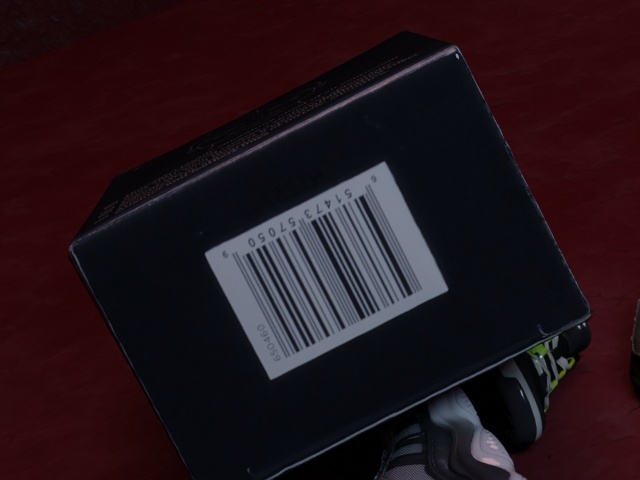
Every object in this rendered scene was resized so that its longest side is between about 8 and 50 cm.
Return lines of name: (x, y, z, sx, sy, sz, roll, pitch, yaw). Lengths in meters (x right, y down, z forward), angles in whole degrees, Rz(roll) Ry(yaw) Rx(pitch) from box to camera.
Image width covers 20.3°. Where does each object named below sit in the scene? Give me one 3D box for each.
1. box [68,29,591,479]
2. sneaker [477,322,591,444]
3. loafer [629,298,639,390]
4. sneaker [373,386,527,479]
box: (0.000, 0.000, 1.360, 0.293, 0.212, 0.395, -27, 9, 2)
sneaker: (0.166, 0.079, 1.411, 0.097, 0.084, 0.234, -12, 22, 2)
loafer: (0.283, 0.048, 1.418, 0.080, 0.078, 0.220, -7, 23, 18)
sneaker: (0.048, 0.178, 1.226, 0.153, 0.101, 0.268, -17, 24, -11)
